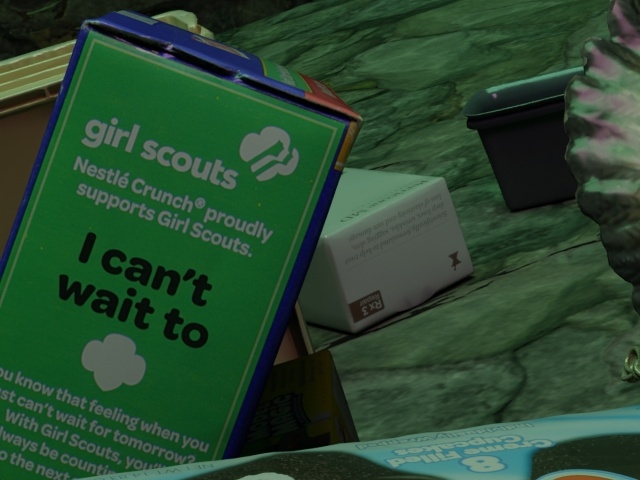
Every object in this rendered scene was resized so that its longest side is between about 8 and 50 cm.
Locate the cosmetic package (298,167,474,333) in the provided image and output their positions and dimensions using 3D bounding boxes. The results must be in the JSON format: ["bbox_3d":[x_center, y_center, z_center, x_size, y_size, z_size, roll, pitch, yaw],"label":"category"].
[{"bbox_3d":[0.000,0.000,1.464,0.117,0.085,0.231,-26,17,-28],"label":"cosmetic package"}]

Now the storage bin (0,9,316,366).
[{"bbox_3d":[-0.159,0.011,1.260,0.260,0.262,0.123,-17,16,1],"label":"storage bin"}]

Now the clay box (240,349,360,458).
[{"bbox_3d":[0.001,0.148,0.866,0.053,0.127,0.222,-17,15,5],"label":"clay box"}]

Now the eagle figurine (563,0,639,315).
[{"bbox_3d":[0.237,0.021,0.728,0.226,0.298,0.225,-21,16,-14],"label":"eagle figurine"}]

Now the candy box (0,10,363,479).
[{"bbox_3d":[-0.092,0.064,0.845,0.122,0.317,0.268,18,7,-4],"label":"candy box"}]

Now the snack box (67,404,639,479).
[{"bbox_3d":[0.006,0.118,0.583,0.322,0.060,0.187,-6,14,-15],"label":"snack box"}]

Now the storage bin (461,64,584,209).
[{"bbox_3d":[0.193,-0.084,1.532,0.135,0.091,0.098,-11,17,18],"label":"storage bin"}]

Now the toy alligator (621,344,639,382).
[{"bbox_3d":[0.197,0.097,0.985,0.051,0.056,0.189,24,13,-7],"label":"toy alligator"}]
